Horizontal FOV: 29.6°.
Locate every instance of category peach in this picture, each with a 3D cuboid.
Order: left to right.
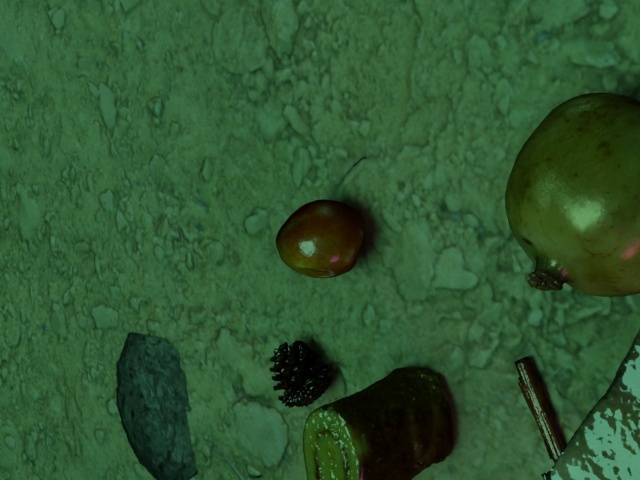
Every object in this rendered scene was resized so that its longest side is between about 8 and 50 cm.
[{"bbox_3d":[-0.001,-0.001,1.402,0.100,0.100,0.101,14,111,41],"label":"peach"}]

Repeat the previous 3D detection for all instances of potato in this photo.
[{"bbox_3d":[0.327,0.169,1.137,0.138,0.098,0.243,37,117,26],"label":"potato"}]

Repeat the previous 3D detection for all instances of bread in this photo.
[{"bbox_3d":[0.067,0.222,1.347,0.103,0.172,0.132,3,104,43],"label":"bread"}]

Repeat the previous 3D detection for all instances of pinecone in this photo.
[{"bbox_3d":[-0.028,0.164,1.492,0.083,0.077,0.077,52,131,20],"label":"pinecone"}]

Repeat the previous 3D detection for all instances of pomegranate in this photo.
[{"bbox_3d":[0.252,-0.030,1.092,0.196,0.196,0.196,14,111,41],"label":"pomegranate"}]

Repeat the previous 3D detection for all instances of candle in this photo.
[{"bbox_3d":[0.243,0.203,1.279,0.026,0.021,0.167,-29,82,54],"label":"candle"}]
